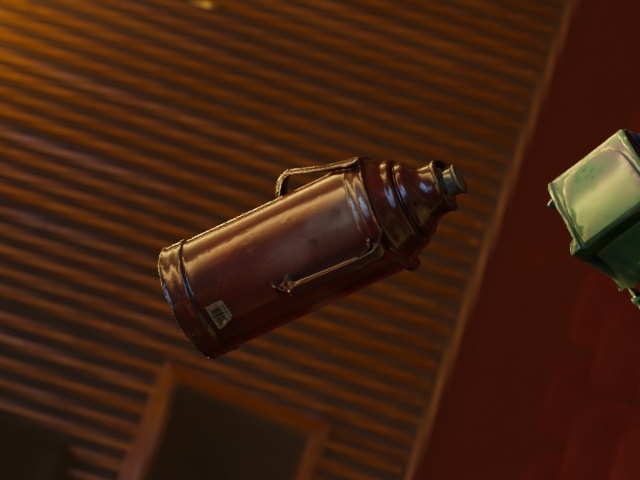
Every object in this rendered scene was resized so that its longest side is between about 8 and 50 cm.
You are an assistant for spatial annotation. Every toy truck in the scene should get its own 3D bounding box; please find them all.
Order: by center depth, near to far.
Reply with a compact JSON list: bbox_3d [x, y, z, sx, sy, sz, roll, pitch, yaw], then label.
[{"bbox_3d":[0.171,0.030,0.918,0.067,0.175,0.081,-38,-29,19],"label":"toy truck"}]

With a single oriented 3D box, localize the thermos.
[{"bbox_3d":[0.002,0.003,1.465,0.099,0.232,0.124,60,-162,-20],"label":"thermos"}]
